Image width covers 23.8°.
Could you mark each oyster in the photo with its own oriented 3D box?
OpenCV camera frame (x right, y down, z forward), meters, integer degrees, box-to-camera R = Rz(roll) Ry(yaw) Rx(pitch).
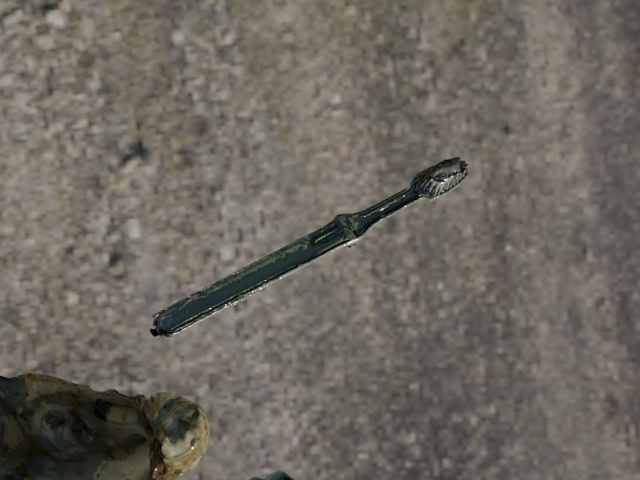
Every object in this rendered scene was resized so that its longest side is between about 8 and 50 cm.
[{"bbox_3d":[-0.244,0.187,1.437,0.094,0.294,0.166,-13,119,-65],"label":"oyster"}]

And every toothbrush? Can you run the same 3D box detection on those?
[{"bbox_3d":[-0.002,0.002,1.126,0.294,0.028,0.026,-29,77,-24],"label":"toothbrush"}]

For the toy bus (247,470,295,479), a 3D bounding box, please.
[{"bbox_3d":[-0.065,0.261,1.235,0.160,0.079,0.092,-38,87,-25],"label":"toy bus"}]
